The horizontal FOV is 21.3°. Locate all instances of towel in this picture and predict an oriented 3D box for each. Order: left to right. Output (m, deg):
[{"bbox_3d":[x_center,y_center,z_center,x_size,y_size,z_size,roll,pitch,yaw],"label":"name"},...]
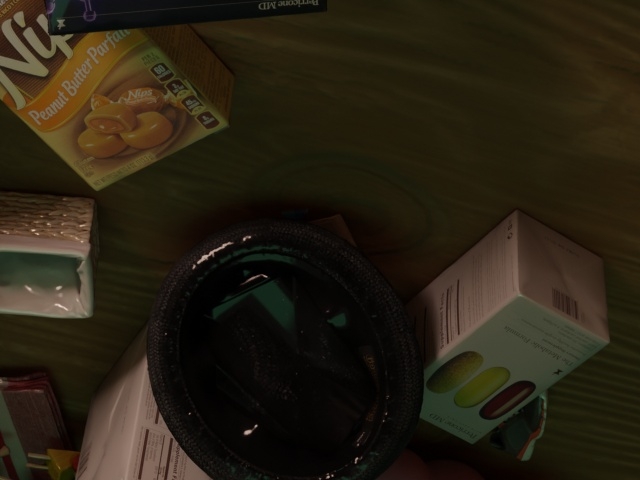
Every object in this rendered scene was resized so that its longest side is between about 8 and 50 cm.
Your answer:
[{"bbox_3d":[-0.496,0.254,2.265,0.329,0.037,0.237,0,138,7],"label":"towel"}]

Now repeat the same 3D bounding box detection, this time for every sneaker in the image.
[{"bbox_3d":[0.249,0.224,2.156,0.065,0.061,0.158,13,135,1],"label":"sneaker"}]

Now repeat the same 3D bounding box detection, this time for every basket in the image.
[{"bbox_3d":[-0.337,0.012,1.951,0.167,0.103,0.113,4,136,0],"label":"basket"}]

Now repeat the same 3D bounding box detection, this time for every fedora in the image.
[{"bbox_3d":[-0.037,0.138,1.970,0.334,0.334,0.152,-1,179,5],"label":"fedora"}]

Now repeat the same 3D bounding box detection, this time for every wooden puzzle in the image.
[{"bbox_3d":[0.000,0.000,1.977,0.079,0.014,0.116,-11,134,9],"label":"wooden puzzle"}]

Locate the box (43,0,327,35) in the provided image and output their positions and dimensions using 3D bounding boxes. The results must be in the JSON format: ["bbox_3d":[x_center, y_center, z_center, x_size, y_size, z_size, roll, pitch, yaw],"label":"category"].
[{"bbox_3d":[-0.128,-0.298,1.554,0.261,0.103,0.184,-7,128,-9],"label":"box"}]

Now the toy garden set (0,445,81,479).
[{"bbox_3d":[-0.409,0.319,2.269,0.244,0.049,0.204,13,141,-6],"label":"toy garden set"}]

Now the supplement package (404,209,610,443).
[{"bbox_3d":[0.202,0.105,1.980,0.139,0.134,0.244,28,131,-22],"label":"supplement package"}]

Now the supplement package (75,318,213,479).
[{"bbox_3d":[-0.197,0.262,2.083,0.145,0.262,0.204,23,133,-17],"label":"supplement package"}]

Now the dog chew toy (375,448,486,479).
[{"bbox_3d":[0.168,0.383,2.234,0.332,0.206,0.206,34,129,-17],"label":"dog chew toy"}]

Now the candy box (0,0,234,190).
[{"bbox_3d":[-0.253,-0.205,1.730,0.183,0.087,0.316,-25,129,25],"label":"candy box"}]
